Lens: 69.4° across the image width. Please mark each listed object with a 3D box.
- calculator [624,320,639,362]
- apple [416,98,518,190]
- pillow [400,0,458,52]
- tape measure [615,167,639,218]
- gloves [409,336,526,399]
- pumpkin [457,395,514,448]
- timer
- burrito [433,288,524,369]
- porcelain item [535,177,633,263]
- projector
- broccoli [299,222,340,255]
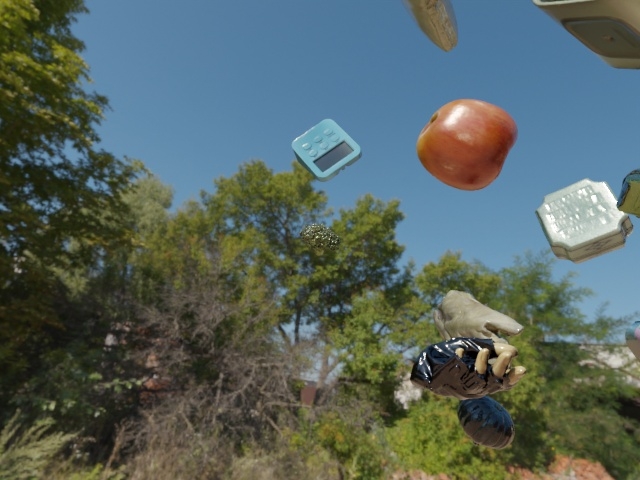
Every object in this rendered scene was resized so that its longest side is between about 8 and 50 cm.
[{"bbox_3d":[0.688,0.284,0.868,0.051,0.293,0.173,-31,-21,9],"label":"calculator"},{"bbox_3d":[0.398,-0.272,1.282,0.241,0.242,0.242,26,-18,6],"label":"apple"},{"bbox_3d":[0.308,-0.723,1.375,0.120,0.255,0.322,-34,-19,21],"label":"pillow"},{"bbox_3d":[0.757,-0.097,1.004,0.200,0.106,0.175,14,25,20],"label":"tape measure"},{"bbox_3d":[0.288,0.242,0.873,0.164,0.124,0.203,-28,17,-30],"label":"gloves"},{"bbox_3d":[0.538,0.585,1.508,0.150,0.194,0.194,-31,-32,16],"label":"pumpkin"},{"bbox_3d":[0.027,-0.389,1.998,0.250,0.232,0.091,47,-12,36],"label":"timer"},{"bbox_3d":[0.407,0.250,1.247,0.135,0.190,0.332,24,5,-4],"label":"burrito"},{"bbox_3d":[1.008,-0.072,1.777,0.286,0.281,0.157,-28,-44,24],"label":"porcelain item"},{"bbox_3d":[0.586,-0.481,0.830,0.249,0.248,0.248,20,14,-25],"label":"projector"},{"bbox_3d":[0.000,0.000,1.224,0.097,0.095,0.092,-15,-43,-6],"label":"broccoli"}]
